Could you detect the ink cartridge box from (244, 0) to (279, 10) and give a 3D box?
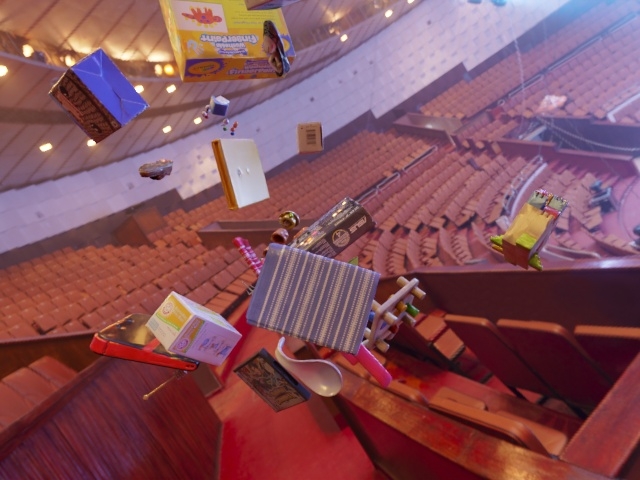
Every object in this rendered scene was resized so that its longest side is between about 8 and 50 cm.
[{"bbox_3d":[-0.102,-0.739,1.163,0.208,0.087,0.153,1,27,32],"label":"ink cartridge box"}]

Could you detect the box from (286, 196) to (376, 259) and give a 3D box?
[{"bbox_3d":[0.000,0.000,1.522,0.394,0.097,0.318,-39,11,2],"label":"box"}]

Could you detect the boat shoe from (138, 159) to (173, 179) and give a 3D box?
[{"bbox_3d":[-0.552,-0.232,1.368,0.064,0.060,0.178,8,20,4],"label":"boat shoe"}]

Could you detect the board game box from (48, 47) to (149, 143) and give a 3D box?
[{"bbox_3d":[-0.811,-0.514,1.473,0.290,0.232,0.141,-4,42,45],"label":"board game box"}]

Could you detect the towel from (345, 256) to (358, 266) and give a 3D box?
[{"bbox_3d":[0.106,0.180,1.539,0.021,0.238,0.102,23,38,36],"label":"towel"}]

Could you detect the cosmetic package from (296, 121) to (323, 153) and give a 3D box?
[{"bbox_3d":[-0.063,-0.553,2.205,0.129,0.153,0.296,-5,11,-5],"label":"cosmetic package"}]

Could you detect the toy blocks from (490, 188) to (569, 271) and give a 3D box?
[{"bbox_3d":[0.764,-0.054,1.433,0.261,0.190,0.381,-56,-30,2],"label":"toy blocks"}]

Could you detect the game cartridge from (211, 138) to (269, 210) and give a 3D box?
[{"bbox_3d":[-0.333,-0.292,1.735,0.052,0.286,0.323,-10,10,17],"label":"game cartridge"}]

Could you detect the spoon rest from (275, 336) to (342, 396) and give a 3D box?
[{"bbox_3d":[-0.049,0.445,1.410,0.084,0.276,0.138,-26,-40,-60],"label":"spoon rest"}]

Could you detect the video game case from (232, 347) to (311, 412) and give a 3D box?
[{"bbox_3d":[-0.192,0.539,1.536,0.035,0.248,0.275,-47,3,-43],"label":"video game case"}]

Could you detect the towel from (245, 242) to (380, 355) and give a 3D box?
[{"bbox_3d":[-0.024,0.162,1.140,0.040,0.335,0.244,72,-146,-79],"label":"towel"}]

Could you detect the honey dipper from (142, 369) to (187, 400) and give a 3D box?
[{"bbox_3d":[-0.534,0.492,1.382,0.160,0.031,0.030,-34,5,-11],"label":"honey dipper"}]

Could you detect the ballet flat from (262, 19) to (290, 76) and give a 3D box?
[{"bbox_3d":[-0.148,-0.605,1.295,0.070,0.070,0.188,-32,-32,0],"label":"ballet flat"}]

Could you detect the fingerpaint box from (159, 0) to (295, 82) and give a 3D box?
[{"bbox_3d":[-0.371,-0.846,1.613,0.444,0.372,0.163,-15,-6,-26],"label":"fingerpaint box"}]

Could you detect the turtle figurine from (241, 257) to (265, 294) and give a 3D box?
[{"bbox_3d":[-0.213,0.159,1.623,0.118,0.234,0.175,-12,46,43],"label":"turtle figurine"}]

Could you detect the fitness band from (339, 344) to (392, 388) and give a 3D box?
[{"bbox_3d":[0.116,0.367,1.311,0.054,0.291,0.209,-47,17,-15],"label":"fitness band"}]

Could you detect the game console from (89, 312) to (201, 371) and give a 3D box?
[{"bbox_3d":[-0.558,0.350,1.403,0.386,0.341,0.060,-162,89,-84],"label":"game console"}]

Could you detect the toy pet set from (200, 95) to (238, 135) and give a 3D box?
[{"bbox_3d":[-0.341,-0.416,1.352,0.114,0.122,0.065,-57,2,40],"label":"toy pet set"}]

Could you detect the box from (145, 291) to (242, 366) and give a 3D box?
[{"bbox_3d":[-0.315,0.228,1.023,0.103,0.114,0.203,-53,-34,-9],"label":"box"}]

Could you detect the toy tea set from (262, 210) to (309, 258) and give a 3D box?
[{"bbox_3d":[-0.156,0.031,1.850,0.336,0.199,0.124,-55,4,43],"label":"toy tea set"}]

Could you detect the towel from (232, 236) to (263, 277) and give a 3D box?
[{"bbox_3d":[-0.184,0.108,1.297,0.031,0.275,0.199,-35,-2,-4],"label":"towel"}]

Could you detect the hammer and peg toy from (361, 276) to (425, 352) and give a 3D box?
[{"bbox_3d":[0.285,0.342,1.660,0.265,0.127,0.362,-31,-37,-33],"label":"hammer and peg toy"}]
